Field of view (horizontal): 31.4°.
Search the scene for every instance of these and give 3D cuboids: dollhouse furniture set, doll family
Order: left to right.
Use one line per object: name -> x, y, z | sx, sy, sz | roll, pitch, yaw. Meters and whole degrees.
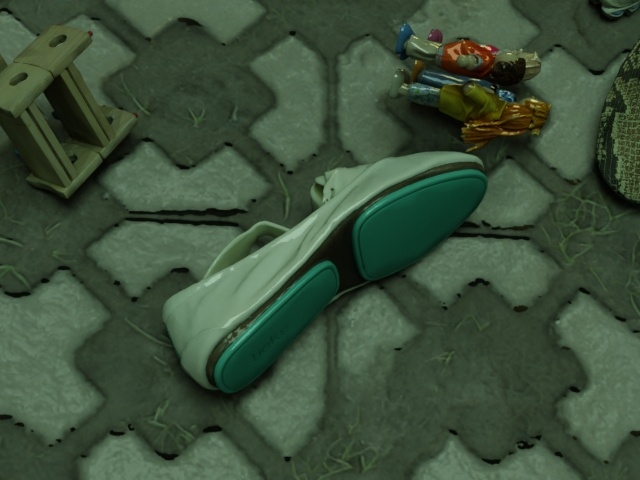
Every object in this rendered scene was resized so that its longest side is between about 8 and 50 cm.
dollhouse furniture set -> -0.323, -0.154, 1.246 | 0.183, 0.129, 0.129 | 18, 57, 35
doll family -> 0.176, -0.166, 1.287 | 0.163, 0.263, 0.118 | 18, 105, 13

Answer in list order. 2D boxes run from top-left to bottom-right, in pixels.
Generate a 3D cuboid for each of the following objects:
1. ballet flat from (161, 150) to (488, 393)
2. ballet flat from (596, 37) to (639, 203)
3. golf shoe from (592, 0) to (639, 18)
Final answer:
ballet flat -> 0.000, 0.000, 1.202 | 0.400, 0.139, 0.139 | -36, 73, -21
ballet flat -> 0.492, -0.251, 1.357 | 0.164, 0.182, 0.483 | 38, 65, 10
golf shoe -> 0.425, -0.350, 1.452 | 0.176, 0.086, 0.069 | -36, 72, -24
